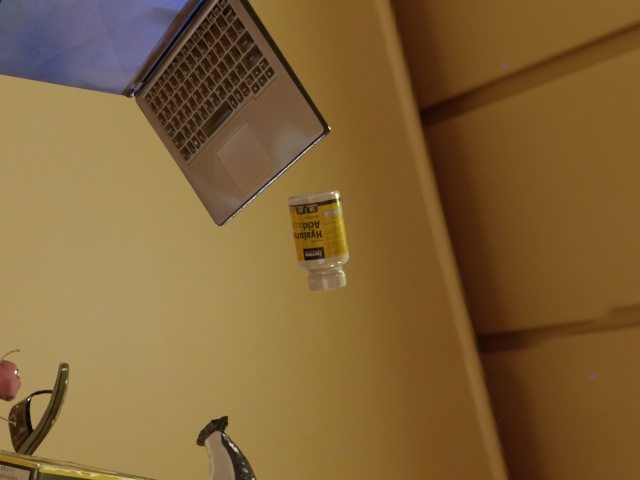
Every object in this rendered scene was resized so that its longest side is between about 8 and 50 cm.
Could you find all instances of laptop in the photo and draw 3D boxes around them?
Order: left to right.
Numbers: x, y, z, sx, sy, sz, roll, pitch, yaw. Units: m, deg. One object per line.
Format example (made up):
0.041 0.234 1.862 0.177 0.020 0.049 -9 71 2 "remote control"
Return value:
-0.259 -0.208 1.711 0.408 0.236 0.382 57 -34 2 "laptop"

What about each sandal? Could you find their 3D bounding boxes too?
-0.570 0.365 2.286 0.086 0.303 0.120 31 -12 -5 "sandal"

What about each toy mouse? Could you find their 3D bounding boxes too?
-0.423 0.192 1.477 0.031 0.161 0.143 -93 157 -58 "toy mouse"

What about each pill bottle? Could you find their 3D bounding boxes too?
0.000 0.000 1.445 0.065 0.065 0.116 -1 -80 55 "pill bottle"

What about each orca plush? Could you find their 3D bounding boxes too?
-0.135 0.421 1.817 0.102 0.151 0.287 48 11 -50 "orca plush"

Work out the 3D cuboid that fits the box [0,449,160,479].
-0.338 0.315 1.498 0.257 0.322 0.079 1 -105 34 "box"
